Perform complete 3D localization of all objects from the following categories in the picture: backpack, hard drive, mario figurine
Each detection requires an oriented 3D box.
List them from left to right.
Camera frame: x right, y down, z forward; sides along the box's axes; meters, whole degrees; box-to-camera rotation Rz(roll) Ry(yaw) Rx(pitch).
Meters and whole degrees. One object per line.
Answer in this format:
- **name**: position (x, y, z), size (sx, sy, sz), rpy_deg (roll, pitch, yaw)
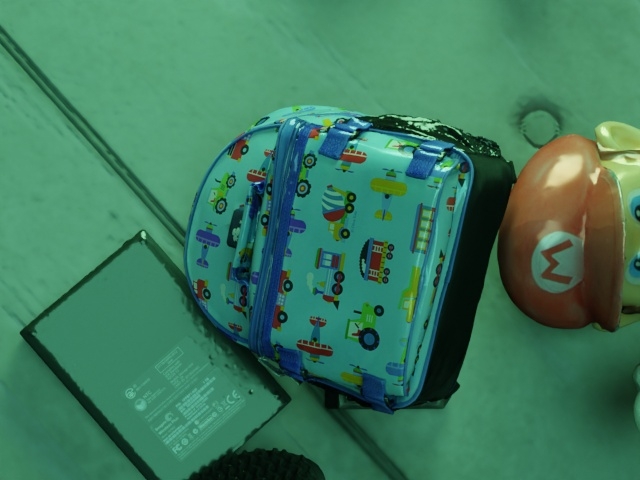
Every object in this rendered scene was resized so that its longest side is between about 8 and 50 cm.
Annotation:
- **hard drive**: position (-0.096, 0.074, 0.708), size (0.094, 0.022, 0.135), rpy_deg (-41, 91, -11)
- **backpack**: position (0.000, 0.000, 0.658), size (0.173, 0.117, 0.158), rpy_deg (18, 99, 24)
- **mario figurine**: position (0.258, 0.000, 0.698), size (0.320, 0.170, 0.198), rpy_deg (-4, 58, -16)

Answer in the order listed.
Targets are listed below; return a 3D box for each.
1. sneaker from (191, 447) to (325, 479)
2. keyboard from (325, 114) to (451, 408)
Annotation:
- **sneaker**: position (-0.063, 0.181, 0.683), size (0.161, 0.057, 0.075), rpy_deg (-31, 126, -6)
- **keyboard**: position (0.028, 0.012, 0.738), size (0.108, 0.023, 0.180), rpy_deg (1, 82, -9)
